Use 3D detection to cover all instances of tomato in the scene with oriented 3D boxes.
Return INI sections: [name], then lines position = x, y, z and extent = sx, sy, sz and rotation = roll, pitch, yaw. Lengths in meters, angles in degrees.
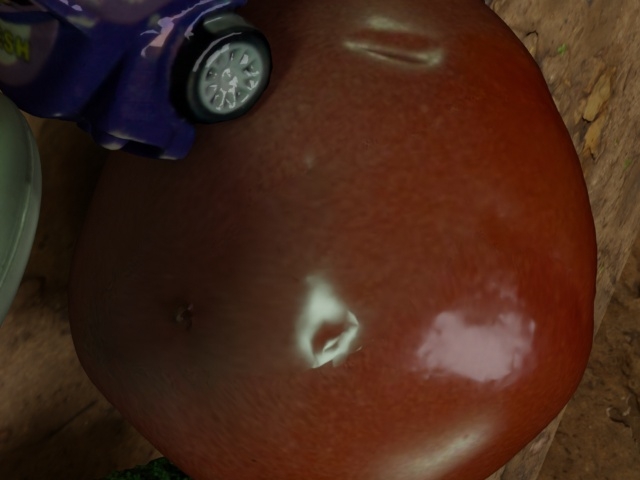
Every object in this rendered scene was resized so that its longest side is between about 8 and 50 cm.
[tomato]
position = 0.000, 0.000, 0.760
extent = 0.273, 0.341, 0.341
rotation = -12, 125, -40

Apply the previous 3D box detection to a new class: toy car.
[toy car]
position = -0.110, -0.162, 0.614
extent = 0.158, 0.172, 0.235
rotation = 0, 118, -44

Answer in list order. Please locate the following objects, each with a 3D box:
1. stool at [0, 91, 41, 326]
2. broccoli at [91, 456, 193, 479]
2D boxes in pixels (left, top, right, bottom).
[stool]
position = -0.233, -0.020, 0.429
extent = 0.198, 0.195, 0.195
rotation = 39, 77, -39
[broccoli]
position = -0.102, 0.318, 0.895
extent = 0.413, 0.310, 0.321
rotation = -20, 164, -25
